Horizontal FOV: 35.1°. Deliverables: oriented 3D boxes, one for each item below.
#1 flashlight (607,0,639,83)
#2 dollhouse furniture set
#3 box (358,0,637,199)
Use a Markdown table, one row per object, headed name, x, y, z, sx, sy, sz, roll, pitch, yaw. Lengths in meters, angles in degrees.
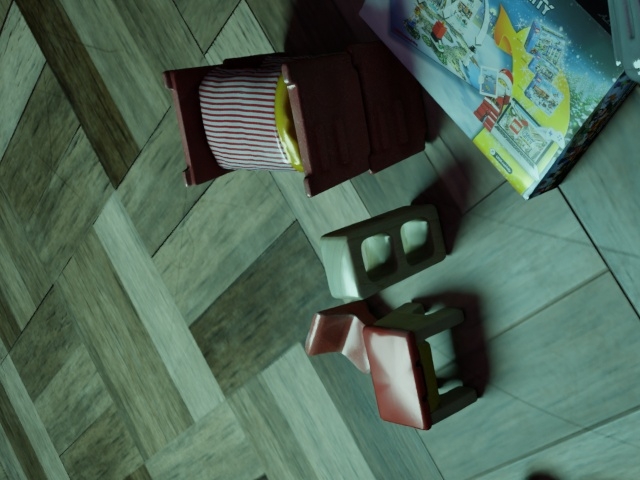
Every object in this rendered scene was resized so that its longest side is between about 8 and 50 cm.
| name | x | y | z | sx | sy | sz | roll | pitch | yaw |
| --- | --- | --- | --- | --- | --- | --- | --- | --- | --- |
| flashlight | 0.253 | -0.033 | 0.688 | 0.103 | 0.103 | 0.304 | -12 | 105 | 11 |
| dollhouse furniture set | 0.000 | 0.000 | 0.980 | 0.201 | 0.152 | 0.374 | 4 | 110 | 50 |
| box | 0.142 | -0.170 | 0.815 | 0.233 | 0.044 | 0.159 | 52 | 140 | 20 |
